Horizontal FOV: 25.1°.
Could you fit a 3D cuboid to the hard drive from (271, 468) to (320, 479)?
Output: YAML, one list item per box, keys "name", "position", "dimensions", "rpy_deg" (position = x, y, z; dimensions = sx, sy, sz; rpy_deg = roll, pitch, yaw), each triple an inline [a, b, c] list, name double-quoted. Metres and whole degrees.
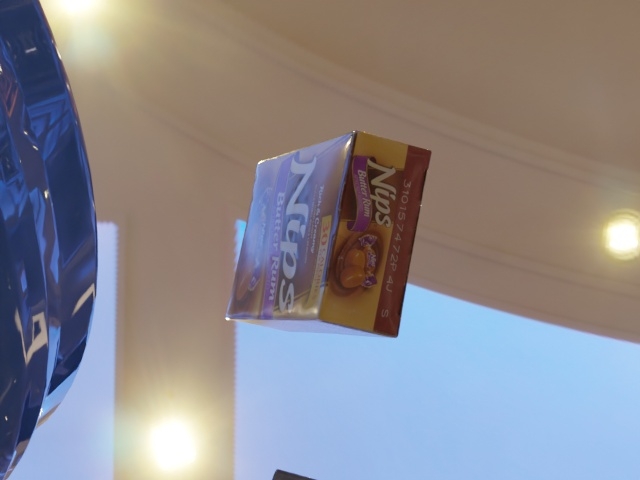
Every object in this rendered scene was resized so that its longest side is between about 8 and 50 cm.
- name: "hard drive"
  position: [0.015, 0.230, 1.057]
  dimensions: [0.135, 0.022, 0.094]
  rpy_deg: [11, -112, 23]

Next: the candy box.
- name: "candy box"
  position: [0.000, 0.000, 0.868]
  dimensions: [0.053, 0.186, 0.109]
  rpy_deg: [14, -98, -20]

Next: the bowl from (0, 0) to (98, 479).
- name: "bowl"
  position: [-0.245, -0.053, 0.571]
  dimensions: [0.077, 0.391, 0.391]
  rpy_deg: [-38, -78, -43]
